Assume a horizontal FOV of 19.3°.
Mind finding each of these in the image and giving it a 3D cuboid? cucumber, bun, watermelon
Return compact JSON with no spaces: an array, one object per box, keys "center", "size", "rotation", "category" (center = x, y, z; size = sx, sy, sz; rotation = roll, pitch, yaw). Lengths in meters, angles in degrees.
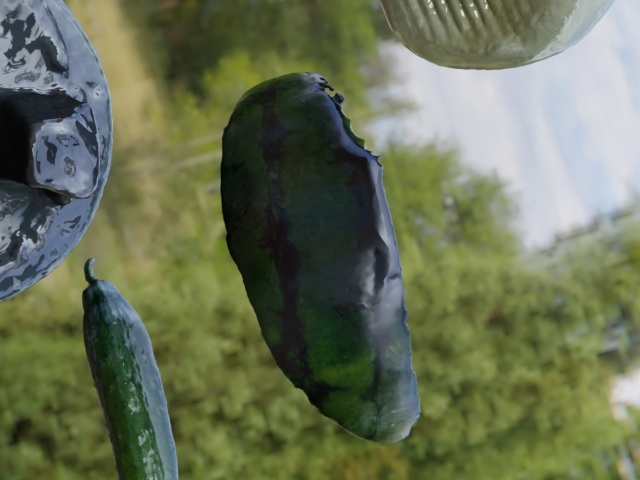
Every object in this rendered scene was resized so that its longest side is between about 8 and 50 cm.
[{"center":[-0.154,0.128,1.516],"size":[0.056,0.056,0.250],"rotation":[82,-7,-77],"category":"cucumber"},{"center":[0.149,-0.249,1.520],"size":[0.145,0.229,0.229],"rotation":[-19,93,-60],"category":"bun"},{"center":[0.000,0.000,1.380],"size":[0.129,0.123,0.301],"rotation":[60,14,-72],"category":"watermelon"}]

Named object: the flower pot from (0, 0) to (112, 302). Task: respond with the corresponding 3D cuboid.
[{"center":[-0.296,-0.104,1.371],"size":[0.283,0.299,0.299],"rotation":[-141,-147,-66],"category":"flower pot"}]
